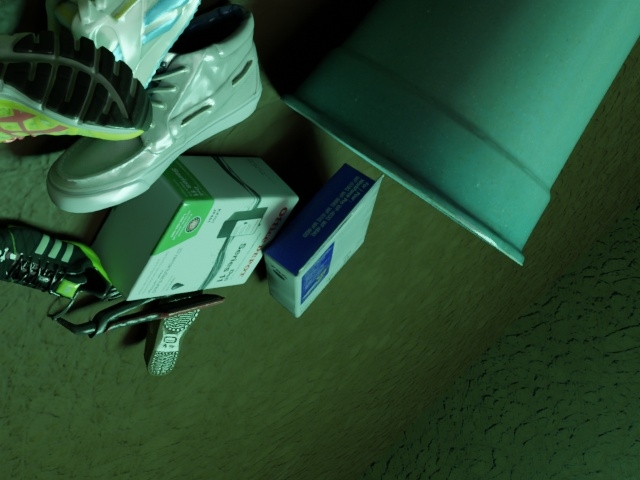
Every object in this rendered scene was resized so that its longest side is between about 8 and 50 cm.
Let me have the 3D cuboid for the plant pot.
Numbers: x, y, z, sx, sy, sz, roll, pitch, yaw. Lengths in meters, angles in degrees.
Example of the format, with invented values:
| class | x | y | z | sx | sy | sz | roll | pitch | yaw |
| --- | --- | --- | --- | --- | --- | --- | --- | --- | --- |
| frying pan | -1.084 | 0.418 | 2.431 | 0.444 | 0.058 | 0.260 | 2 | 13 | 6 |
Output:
| class | x | y | z | sx | sy | sz | roll | pitch | yaw |
| --- | --- | --- | --- | --- | --- | --- | --- | --- | --- |
| plant pot | 0.184 | -0.204 | 1.077 | 0.334 | 0.341 | 0.341 | -56 | 154 | 6 |

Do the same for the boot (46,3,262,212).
| class | x | y | z | sx | sy | sz | roll | pitch | yaw |
| --- | --- | --- | --- | --- | --- | --- | --- | --- | --- |
| boot | -0.165 | -0.139 | 0.911 | 0.258 | 0.095 | 0.123 | -40 | 150 | -29 |

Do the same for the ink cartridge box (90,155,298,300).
| class | x | y | z | sx | sy | sz | roll | pitch | yaw |
| --- | --- | --- | --- | --- | --- | --- | --- | --- | --- |
| ink cartridge box | -0.145 | -0.019 | 1.110 | 0.208 | 0.087 | 0.153 | -7 | 137 | -54 |

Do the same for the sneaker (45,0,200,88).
| class | x | y | z | sx | sy | sz | roll | pitch | yaw |
| --- | --- | --- | --- | --- | --- | --- | --- | --- | --- |
| sneaker | -0.170 | -0.204 | 0.791 | 0.092 | 0.087 | 0.228 | 2 | 126 | -51 |

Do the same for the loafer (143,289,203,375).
| class | x | y | z | sx | sy | sz | roll | pitch | yaw |
| --- | --- | --- | --- | --- | --- | --- | --- | --- | --- |
| loafer | -0.207 | 0.110 | 1.264 | 0.056 | 0.050 | 0.148 | 17 | 101 | -42 |

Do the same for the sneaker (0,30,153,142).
| class | x | y | z | sx | sy | sz | roll | pitch | yaw |
| --- | --- | --- | --- | --- | --- | --- | --- | --- | --- |
| sneaker | -0.241 | -0.116 | 0.758 | 0.209 | 0.081 | 0.094 | 13 | 147 | -10 |

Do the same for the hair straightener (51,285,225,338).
| class | x | y | z | sx | sy | sz | roll | pitch | yaw |
| --- | --- | --- | --- | --- | --- | --- | --- | --- | --- |
| hair straightener | -0.226 | 0.060 | 1.170 | 0.231 | 0.047 | 0.088 | -13 | 105 | -34 |

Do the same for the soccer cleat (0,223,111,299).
| class | x | y | z | sx | sy | sz | roll | pitch | yaw |
| --- | --- | --- | --- | --- | --- | --- | --- | --- | --- |
| soccer cleat | -0.290 | 0.027 | 0.979 | 0.060 | 0.072 | 0.179 | -52 | 153 | 15 |

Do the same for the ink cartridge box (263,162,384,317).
| class | x | y | z | sx | sy | sz | roll | pitch | yaw |
| --- | --- | --- | --- | --- | --- | --- | --- | --- | --- |
| ink cartridge box | 0.000 | 0.000 | 1.267 | 0.165 | 0.065 | 0.332 | -48 | 173 | -13 |
